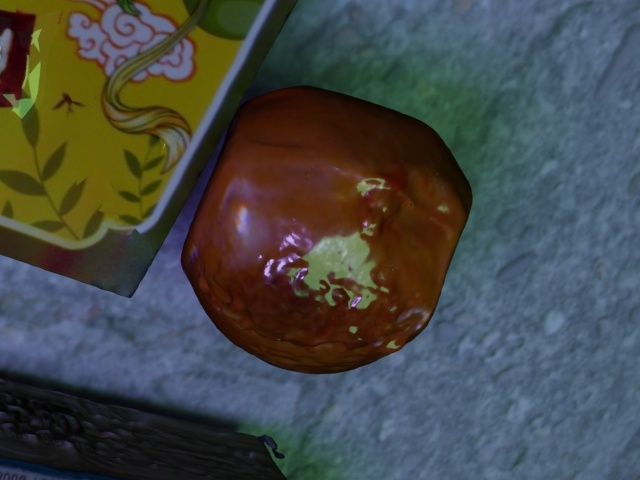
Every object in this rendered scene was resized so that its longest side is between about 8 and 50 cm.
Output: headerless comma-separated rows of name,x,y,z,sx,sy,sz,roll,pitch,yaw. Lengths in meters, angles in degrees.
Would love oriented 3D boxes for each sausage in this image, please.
sausage,-0.001,0.000,0.953,0.141,0.268,0.153,21,84,0

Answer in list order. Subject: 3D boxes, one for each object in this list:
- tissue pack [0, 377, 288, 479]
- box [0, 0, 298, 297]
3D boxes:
tissue pack,-0.160,0.198,1.035,0.271,0.134,0.192,19,107,-37
box,-0.163,-0.217,0.789,0.373,0.138,0.420,22,103,-38
